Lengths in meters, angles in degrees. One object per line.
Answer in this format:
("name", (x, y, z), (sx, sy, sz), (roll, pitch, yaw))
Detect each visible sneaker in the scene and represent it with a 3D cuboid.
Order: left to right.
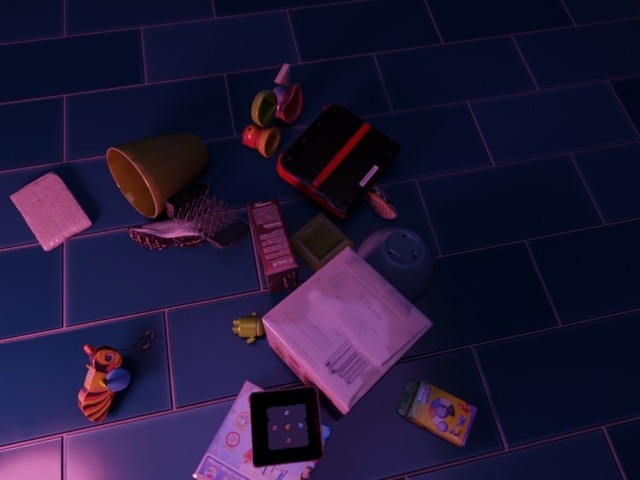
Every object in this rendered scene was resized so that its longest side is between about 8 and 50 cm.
("sneaker", (-0.548, -0.034, 1.654), (0.272, 0.100, 0.108), (0, 57, -9))
("sneaker", (0.219, -0.170, 1.745), (0.083, 0.084, 0.215), (-37, 72, -21))

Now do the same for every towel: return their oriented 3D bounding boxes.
("towel", (-0.985, -0.110, 1.688), (0.187, 0.049, 0.282), (-36, 74, -14))

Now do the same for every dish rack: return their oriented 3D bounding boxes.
("dish rack", (-0.387, -0.087, 1.638), (0.271, 0.074, 0.208), (32, 37, 8))

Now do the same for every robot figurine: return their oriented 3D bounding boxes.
("robot figurine", (-0.233, 0.288, 1.537), (0.115, 0.067, 0.101), (0, 59, -3))

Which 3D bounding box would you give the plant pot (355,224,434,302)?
("plant pot", (0.267, 0.061, 1.585), (0.290, 0.195, 0.290), (1, 67, -2))

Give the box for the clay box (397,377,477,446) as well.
("clay box", (0.367, 0.540, 1.462), (0.222, 0.053, 0.127), (25, 68, 7))

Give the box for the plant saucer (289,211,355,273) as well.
("plant saucer", (0.000, 0.000, 1.681), (0.188, 0.045, 0.188), (-40, 74, -17))

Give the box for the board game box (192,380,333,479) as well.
("board game box", (-0.165, 0.633, 1.382), (0.308, 0.086, 0.302), (27, 68, 9))

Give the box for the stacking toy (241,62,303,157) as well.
("stacking toy", (-0.206, -0.515, 1.777), (0.130, 0.279, 0.309), (23, 69, 19))

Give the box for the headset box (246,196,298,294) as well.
("headset box", (-0.156, 0.035, 1.566), (0.110, 0.218, 0.293), (-15, 67, -8))

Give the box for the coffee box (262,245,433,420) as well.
("coffee box", (0.068, 0.290, 1.403), (0.338, 0.334, 0.337), (-40, 73, -19))

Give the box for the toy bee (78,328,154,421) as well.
("toy bee", (-0.674, 0.392, 1.424), (0.195, 0.162, 0.298), (-17, 49, 39))

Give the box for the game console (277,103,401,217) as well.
("game console", (0.066, -0.311, 1.731), (0.342, 0.060, 0.386), (37, 71, 7))

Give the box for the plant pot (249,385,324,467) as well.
("plant pot", (-0.093, 0.522, 1.294), (0.188, 0.167, 0.188), (-5, 66, -4))

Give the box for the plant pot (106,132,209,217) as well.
("plant pot", (-0.561, -0.271, 1.678), (0.275, 0.274, 0.293), (42, 56, 14))
